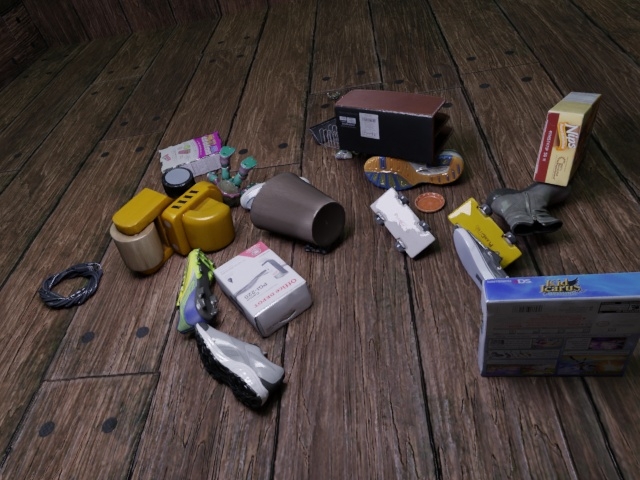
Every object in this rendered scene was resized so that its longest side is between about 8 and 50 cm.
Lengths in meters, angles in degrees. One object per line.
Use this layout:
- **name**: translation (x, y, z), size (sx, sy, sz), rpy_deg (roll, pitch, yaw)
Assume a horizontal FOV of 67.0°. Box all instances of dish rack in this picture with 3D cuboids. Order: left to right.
- **dish rack**: translation (0.105, -0.379, 1.668), size (0.208, 0.074, 0.271), rpy_deg (-28, 28, -15)

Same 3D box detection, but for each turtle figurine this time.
- **turtle figurine**: translation (-0.278, -0.179, 1.531), size (0.176, 0.234, 0.118), rpy_deg (14, 50, -9)

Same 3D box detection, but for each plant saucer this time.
- **plant saucer**: translation (0.317, -0.108, 1.404), size (0.084, 0.013, 0.083), rpy_deg (-7, 43, 7)

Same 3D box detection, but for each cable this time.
- **cable**: translation (-0.732, 0.136, 1.410), size (0.185, 0.047, 0.150), rpy_deg (-13, 47, -2)

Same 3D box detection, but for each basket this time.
- **basket**: translation (-0.052, -0.081, 1.354), size (0.227, 0.154, 0.204), rpy_deg (25, 61, 41)

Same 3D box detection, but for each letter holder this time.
- **letter holder**: translation (0.229, -0.368, 1.450), size (0.302, 0.151, 0.214), rpy_deg (15, 46, 28)

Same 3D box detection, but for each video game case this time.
- **video game case**: translation (0.441, 0.165, 0.907), size (0.270, 0.244, 0.061), rpy_deg (-3, 42, 11)

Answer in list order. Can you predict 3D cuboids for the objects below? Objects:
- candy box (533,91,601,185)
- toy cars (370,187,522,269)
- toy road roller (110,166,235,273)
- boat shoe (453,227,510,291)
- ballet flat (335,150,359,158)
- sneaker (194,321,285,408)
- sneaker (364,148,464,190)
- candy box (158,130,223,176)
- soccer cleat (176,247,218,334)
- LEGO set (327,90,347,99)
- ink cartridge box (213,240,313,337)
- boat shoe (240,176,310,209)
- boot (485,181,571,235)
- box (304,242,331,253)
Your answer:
- **candy box**: translation (0.670, -0.282, 1.304), size (0.088, 0.182, 0.316), rpy_deg (18, 32, 29)
- **toy cars**: translation (0.319, -0.027, 1.255), size (0.394, 0.087, 0.176), rpy_deg (11, 88, 25)
- **toy road roller**: translation (-0.401, -0.040, 1.395), size (0.241, 0.202, 0.329), rpy_deg (24, 52, 21)
- **boat shoe**: translation (0.394, 0.060, 1.124), size (0.076, 0.080, 0.228), rpy_deg (-21, 60, -10)
- **ballet flat**: translation (0.105, -0.302, 1.652), size (0.114, 0.041, 0.041), rpy_deg (-32, 45, -17)
- **sneaker**: translation (-0.191, 0.266, 1.094), size (0.272, 0.100, 0.108), rpy_deg (30, 44, 33)
- **sneaker**: translation (0.287, -0.226, 1.492), size (0.297, 0.111, 0.131), rpy_deg (3, 28, 15)
- **candy box**: translation (-0.467, -0.305, 1.782), size (0.234, 0.071, 0.159), rpy_deg (-19, 43, -6)
- **soccer cleat**: translation (-0.338, 0.126, 1.277), size (0.121, 0.093, 0.289), rpy_deg (-35, 36, 11)
- **LEGO set**: translation (0.069, -0.588, 1.982), size (0.083, 0.023, 0.054), rpy_deg (23, 55, 17)
- **ink cartridge box**: translation (-0.148, 0.119, 1.230), size (0.159, 0.092, 0.218), rpy_deg (-34, 48, -20)
- **boat shoe**: translation (-0.135, -0.137, 1.508), size (0.228, 0.079, 0.081), rpy_deg (-16, 38, -6)
- **boot**: translation (0.562, -0.075, 1.231), size (0.247, 0.083, 0.161), rpy_deg (-11, 39, -11)
- **box**: translation (0.000, 0.000, 1.370), size (0.067, 0.018, 0.083), rpy_deg (5, 46, 20)
